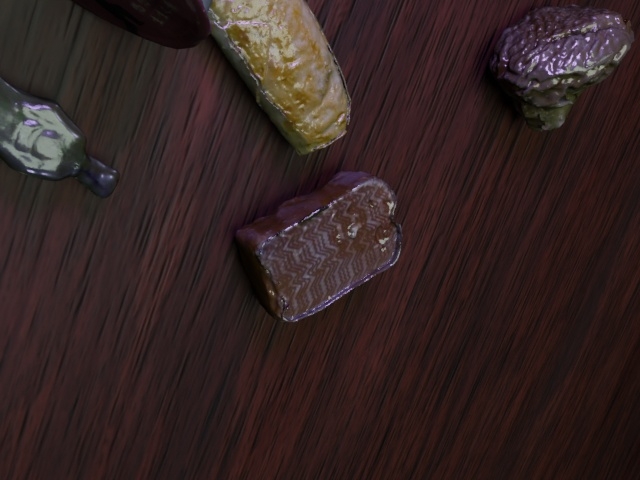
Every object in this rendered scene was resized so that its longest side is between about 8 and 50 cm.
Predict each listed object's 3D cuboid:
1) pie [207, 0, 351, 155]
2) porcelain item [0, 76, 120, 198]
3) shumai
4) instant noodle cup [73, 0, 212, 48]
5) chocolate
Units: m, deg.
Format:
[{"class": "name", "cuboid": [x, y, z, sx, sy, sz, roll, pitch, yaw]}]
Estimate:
[{"class": "pie", "cuboid": [-0.049, -0.228, 0.756, 0.128, 0.068, 0.282, -44, 125, -14]}, {"class": "porcelain item", "cuboid": [-0.287, -0.109, 0.628, 0.215, 0.069, 0.081, 32, 77, -40]}, {"class": "shumai", "cuboid": [0.367, -0.254, 0.999, 0.206, 0.166, 0.175, -23, 134, 2]}, {"class": "instant noodle cup", "cuboid": [-0.161, -0.305, 0.549, 0.235, 0.235, 0.178, 35, 77, -41]}, {"class": "chocolate", "cuboid": [0.000, 0.000, 0.872, 0.214, 0.093, 0.148, -30, 126, -22]}]
